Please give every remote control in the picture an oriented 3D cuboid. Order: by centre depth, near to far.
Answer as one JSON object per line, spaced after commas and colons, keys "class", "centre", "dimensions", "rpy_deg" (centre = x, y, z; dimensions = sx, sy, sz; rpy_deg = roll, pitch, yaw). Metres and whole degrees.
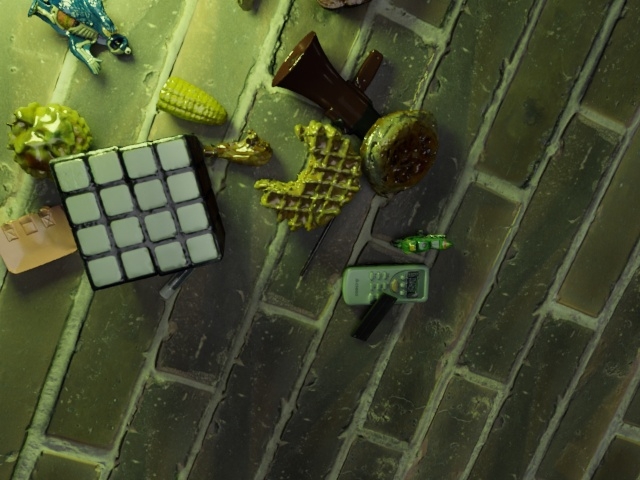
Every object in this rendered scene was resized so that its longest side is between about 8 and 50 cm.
{"class": "remote control", "centre": [0.219, 0.144, 1.628], "dimensions": [0.296, 0.056, 0.140], "rpy_deg": [-1, 99, -10]}

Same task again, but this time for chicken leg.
{"class": "chicken leg", "centre": [-0.248, -0.277, 1.460], "dimensions": [0.208, 0.085, 0.101], "rpy_deg": [1, 126, -6]}

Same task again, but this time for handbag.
{"class": "handbag", "centre": [-0.834, -0.008, 1.432], "dimensions": [0.213, 0.059, 0.157], "rpy_deg": [-23, 104, -6]}

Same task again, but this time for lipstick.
{"class": "lipstick", "centre": [-0.447, 0.122, 1.527], "dimensions": [0.040, 0.040, 0.141], "rpy_deg": [42, 92, -14]}

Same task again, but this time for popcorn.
{"class": "popcorn", "centre": [-0.748, -0.275, 1.342], "dimensions": [0.189, 0.169, 0.218], "rpy_deg": [30, 84, -19]}

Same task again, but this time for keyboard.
{"class": "keyboard", "centre": [0.179, 0.259, 1.634], "dimensions": [0.067, 0.011, 0.202], "rpy_deg": [23, 114, -24]}

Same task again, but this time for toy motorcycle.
{"class": "toy motorcycle", "centre": [0.328, 0.008, 1.594], "dimensions": [0.190, 0.106, 0.074], "rpy_deg": [-5, 102, -7]}

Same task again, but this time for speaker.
{"class": "speaker", "centre": [0.044, -0.478, 1.466], "dimensions": [0.329, 0.198, 0.259], "rpy_deg": [29, 57, -27]}

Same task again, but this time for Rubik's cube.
{"class": "Rubik's cube", "centre": [-0.465, -0.092, 1.331], "dimensions": [0.337, 0.344, 0.343], "rpy_deg": [-15, 101, -6]}

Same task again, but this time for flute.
{"class": "flute", "centre": [0.000, 0.000, 1.588], "dimensions": [0.014, 0.014, 0.269], "rpy_deg": [28, 96, -13]}

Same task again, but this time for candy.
{"class": "candy", "centre": [-0.368, -0.395, 1.418], "dimensions": [0.199, 0.094, 0.106], "rpy_deg": [21, 96, -19]}

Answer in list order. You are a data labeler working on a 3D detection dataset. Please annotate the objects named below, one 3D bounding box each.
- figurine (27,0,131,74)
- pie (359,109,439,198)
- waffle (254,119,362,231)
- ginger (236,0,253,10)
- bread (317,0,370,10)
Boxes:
{"class": "figurine", "centre": [-0.649, -0.596, 1.329], "dimensions": [0.164, 0.120, 0.262], "rpy_deg": [-43, 121, 8]}
{"class": "pie", "centre": [0.245, -0.272, 1.506], "dimensions": [0.308, 0.085, 0.308], "rpy_deg": [-19, 127, -27]}
{"class": "waffle", "centre": [-0.022, -0.187, 1.461], "dimensions": [0.261, 0.151, 0.324], "rpy_deg": [32, 109, -17]}
{"class": "ginger", "centre": [-0.239, -0.761, 1.375], "dimensions": [0.123, 0.115, 0.193], "rpy_deg": [12, 107, 10]}
{"class": "bread", "centre": [0.077, -0.783, 1.390], "dimensions": [0.247, 0.135, 0.232], "rpy_deg": [-19, 103, -5]}
